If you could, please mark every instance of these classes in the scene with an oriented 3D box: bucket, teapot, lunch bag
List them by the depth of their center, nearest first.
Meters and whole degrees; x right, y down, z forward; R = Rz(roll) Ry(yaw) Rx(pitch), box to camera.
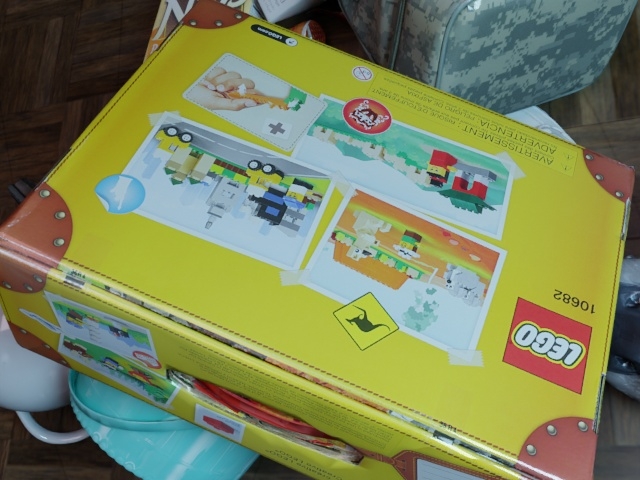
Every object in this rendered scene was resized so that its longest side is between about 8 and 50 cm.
[{"bbox_3d":[0.196,-0.303,0.861,0.305,0.212,0.256,-21,57,-19],"label":"lunch bag"},{"bbox_3d":[-0.156,0.166,0.862,0.281,0.281,0.183,37,93,29],"label":"bucket"},{"bbox_3d":[-0.351,0.138,0.982,0.187,0.256,0.252,21,61,-13],"label":"teapot"}]

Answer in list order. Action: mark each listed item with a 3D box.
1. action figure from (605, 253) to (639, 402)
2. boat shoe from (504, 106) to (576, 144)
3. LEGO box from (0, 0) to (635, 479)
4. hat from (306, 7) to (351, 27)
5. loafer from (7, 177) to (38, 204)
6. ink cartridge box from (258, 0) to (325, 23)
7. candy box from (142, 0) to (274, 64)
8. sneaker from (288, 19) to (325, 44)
[{"bbox_3d":[0.346,0.043,0.662,0.179,0.330,0.341,3,88,-11],"label":"action figure"},{"bbox_3d":[0.282,-0.102,0.865,0.095,0.084,0.258,-40,62,6],"label":"boat shoe"},{"bbox_3d":[0.017,0.016,0.690,0.500,0.193,0.372,23,54,5],"label":"LEGO box"},{"bbox_3d":[0.105,-0.298,1.043,0.173,0.183,0.208,-10,81,-18],"label":"hat"},{"bbox_3d":[-0.401,-0.027,1.141,0.267,0.096,0.084,38,70,22],"label":"loafer"},{"bbox_3d":[0.023,-0.479,0.959,0.353,0.119,0.207,-20,101,46],"label":"ink cartridge box"},{"bbox_3d":[-0.180,-0.326,1.139,0.183,0.087,0.316,5,74,24],"label":"candy box"},{"bbox_3d":[-0.035,-0.254,1.079,0.067,0.064,0.175,-7,64,44],"label":"sneaker"}]
